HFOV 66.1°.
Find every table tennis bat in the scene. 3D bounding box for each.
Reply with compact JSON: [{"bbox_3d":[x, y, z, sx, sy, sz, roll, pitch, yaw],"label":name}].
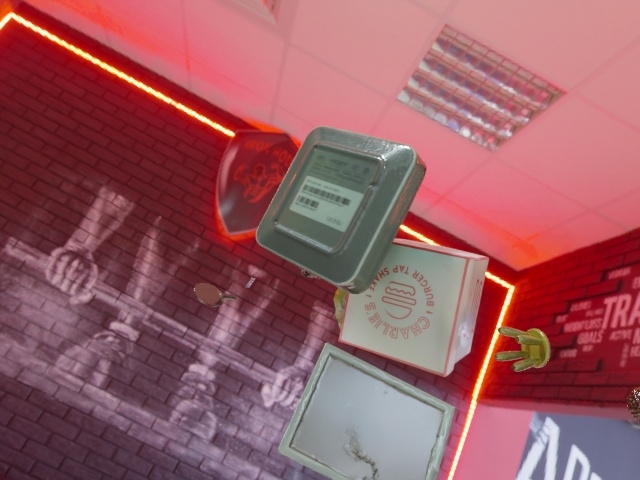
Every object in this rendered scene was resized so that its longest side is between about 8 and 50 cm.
[{"bbox_3d":[-0.343,0.179,1.606,0.158,0.014,0.095,14,34,-45],"label":"table tennis bat"}]

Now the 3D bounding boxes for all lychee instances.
[{"bbox_3d":[0.837,0.414,1.226,0.129,0.123,0.123,30,-19,9],"label":"lychee"}]

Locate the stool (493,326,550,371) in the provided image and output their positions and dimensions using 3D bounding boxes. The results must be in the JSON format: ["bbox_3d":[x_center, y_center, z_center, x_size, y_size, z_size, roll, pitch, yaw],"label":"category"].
[{"bbox_3d":[0.573,0.307,1.402,0.110,0.135,0.134,3,-38,-18],"label":"stool"}]

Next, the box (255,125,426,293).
[{"bbox_3d":[0.041,-0.100,1.308,0.396,0.396,0.111,23,-5,41],"label":"box"}]

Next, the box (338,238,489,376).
[{"bbox_3d":[0.272,0.160,1.387,0.314,0.312,0.300,12,6,30],"label":"box"}]

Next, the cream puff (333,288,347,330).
[{"bbox_3d":[0.241,0.243,1.922,0.275,0.378,0.378,17,-13,-29],"label":"cream puff"}]

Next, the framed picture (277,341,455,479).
[{"bbox_3d":[0.089,0.333,0.871,0.273,0.216,0.016,27,-33,2],"label":"framed picture"}]

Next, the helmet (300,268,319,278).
[{"bbox_3d":[0.000,0.000,1.792,0.177,0.225,0.305,-20,-41,32],"label":"helmet"}]

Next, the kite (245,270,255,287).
[{"bbox_3d":[-0.211,0.120,1.468,0.002,0.044,0.078,35,-22,15],"label":"kite"}]
